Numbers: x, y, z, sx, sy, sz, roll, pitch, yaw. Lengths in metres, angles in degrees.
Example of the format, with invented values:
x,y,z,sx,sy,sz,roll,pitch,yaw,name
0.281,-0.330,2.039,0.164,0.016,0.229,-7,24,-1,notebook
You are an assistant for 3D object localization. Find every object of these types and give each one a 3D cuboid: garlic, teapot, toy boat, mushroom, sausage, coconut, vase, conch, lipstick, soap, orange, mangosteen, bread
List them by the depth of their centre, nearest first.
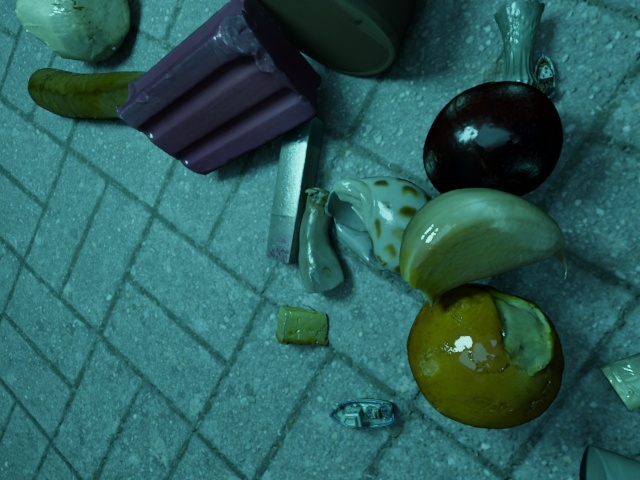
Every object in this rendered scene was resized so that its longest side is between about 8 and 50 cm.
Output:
x,y,z,sx,sy,sz,roll,pitch,yaw,name
0.234,0.000,0.627,0.245,0.145,0.164,-12,87,4,garlic
0.545,0.177,0.650,0.200,0.077,0.107,-32,58,20,teapot
0.262,0.181,0.685,0.240,0.240,0.239,0,90,24,orange
0.282,-0.168,0.699,0.216,0.216,0.216,0,90,24,mangosteen
0.344,-0.326,0.731,0.081,0.081,0.148,1,88,24,vase
0.392,-0.286,0.738,0.038,0.038,0.083,-6,88,24,toy boat
0.145,-0.021,0.787,0.149,0.183,0.274,-35,87,-22,conch
-0.204,-0.288,0.849,0.360,0.233,0.128,-17,51,34,soap
0.081,0.355,0.855,0.140,0.066,0.059,-11,89,24,toy boat
-0.004,-0.001,0.888,0.092,0.081,0.223,-6,85,40,mushroom
-0.056,-0.111,0.917,0.066,0.068,0.317,11,95,24,lipstick
-0.039,0.185,0.936,0.109,0.080,0.084,4,92,-11,bread
-0.645,-0.596,1.093,0.248,0.245,0.244,16,96,24,coconut
-0.603,-0.389,1.133,0.501,0.123,0.136,11,65,23,sausage

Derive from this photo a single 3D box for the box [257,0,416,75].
x,y,z,sx,sy,sz,roll,pitch,yaw,name
0.041,-0.469,0.758,0.301,0.301,0.216,27,90,22,box

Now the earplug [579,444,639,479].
x,y,z,sx,sy,sz,roll,pitch,yaw,name
0.571,0.417,0.593,0.324,0.185,0.184,2,90,17,earplug
